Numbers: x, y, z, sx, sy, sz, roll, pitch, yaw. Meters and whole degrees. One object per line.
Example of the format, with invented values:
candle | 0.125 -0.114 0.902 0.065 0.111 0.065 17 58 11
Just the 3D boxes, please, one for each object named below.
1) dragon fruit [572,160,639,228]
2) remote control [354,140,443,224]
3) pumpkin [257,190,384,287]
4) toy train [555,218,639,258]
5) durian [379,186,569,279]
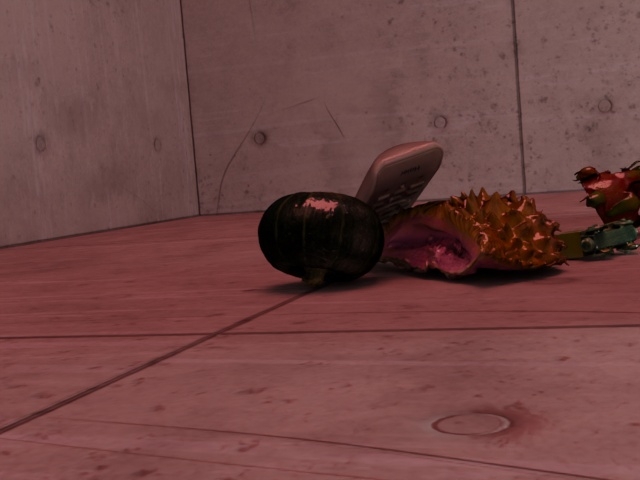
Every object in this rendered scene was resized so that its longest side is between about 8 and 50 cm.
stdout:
dragon fruit | 0.496 -0.077 1.551 0.175 0.138 0.142 -29 11 -9
remote control | 0.082 -0.056 1.356 0.109 0.055 0.313 -22 -17 -21
pumpkin | 0.001 -0.003 1.217 0.167 0.125 0.167 -2 5 0
toy train | 0.390 0.000 1.299 0.122 0.050 0.081 -10 0 -41
durian | 0.204 -0.014 1.249 0.191 0.112 0.341 -9 3 -20
